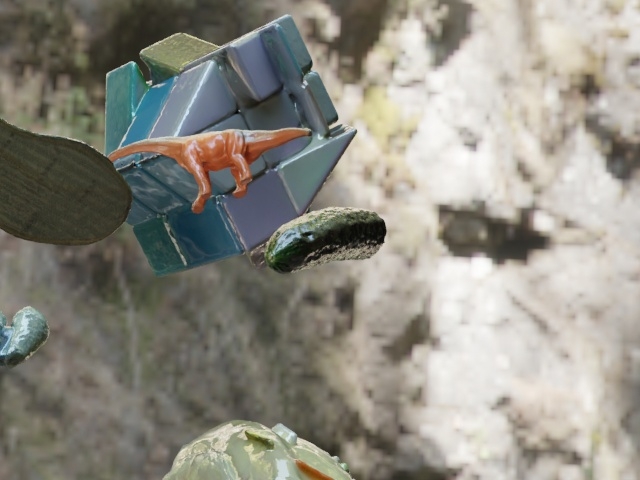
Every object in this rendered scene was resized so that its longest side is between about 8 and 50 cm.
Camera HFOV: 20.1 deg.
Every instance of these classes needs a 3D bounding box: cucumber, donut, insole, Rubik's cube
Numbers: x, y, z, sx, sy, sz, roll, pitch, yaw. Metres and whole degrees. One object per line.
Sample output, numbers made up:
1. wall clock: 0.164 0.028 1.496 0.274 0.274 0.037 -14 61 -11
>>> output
1. cucumber: 0.000 0.000 1.647 0.052 0.058 0.214 28 14 18
2. donut: -0.059 0.310 1.568 0.150 0.307 0.371 9 -4 -21
3. insole: -0.303 -0.073 1.746 0.009 0.119 0.348 40 4 40
4. Rubik's cube: -0.132 -0.138 2.638 0.368 0.358 0.387 -32 12 -35

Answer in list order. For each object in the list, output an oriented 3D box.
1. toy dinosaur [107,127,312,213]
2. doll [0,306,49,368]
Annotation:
1. toy dinosaur: -0.133 -0.083 2.010 0.279 0.101 0.055 -14 -27 15
2. doll: -0.389 0.098 1.903 0.214 0.103 0.071 8 -50 -21
